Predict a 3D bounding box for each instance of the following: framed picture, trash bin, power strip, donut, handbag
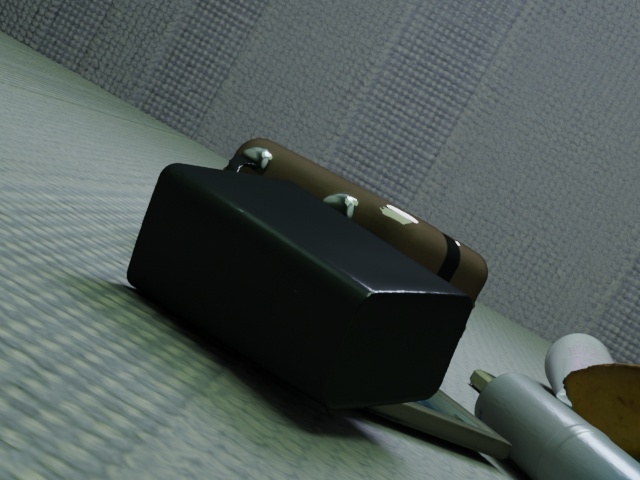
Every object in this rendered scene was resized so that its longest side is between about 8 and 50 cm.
[{"bbox_3d":[0.016,0.106,0.953,0.232,0.024,0.315,26,5,-34],"label":"framed picture"},{"bbox_3d":[-0.015,0.034,0.775,0.225,0.115,0.165,29,14,38],"label":"trash bin"},{"bbox_3d":[0.279,0.220,1.296,0.169,0.028,0.076,27,4,-26],"label":"power strip"},{"bbox_3d":[0.429,0.212,1.137,0.278,0.108,0.277,1,-25,0],"label":"donut"},{"bbox_3d":[0.000,0.000,1.030,0.283,0.149,0.302,22,9,-48],"label":"handbag"}]

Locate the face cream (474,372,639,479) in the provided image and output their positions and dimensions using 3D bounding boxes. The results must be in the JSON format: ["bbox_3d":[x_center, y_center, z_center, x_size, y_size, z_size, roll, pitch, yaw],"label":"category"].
[{"bbox_3d":[0.232,0.204,0.874,0.077,0.077,0.250,27,7,-26],"label":"face cream"}]

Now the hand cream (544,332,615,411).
[{"bbox_3d":[0.448,0.253,1.592,0.185,0.118,0.358,33,12,1],"label":"hand cream"}]
